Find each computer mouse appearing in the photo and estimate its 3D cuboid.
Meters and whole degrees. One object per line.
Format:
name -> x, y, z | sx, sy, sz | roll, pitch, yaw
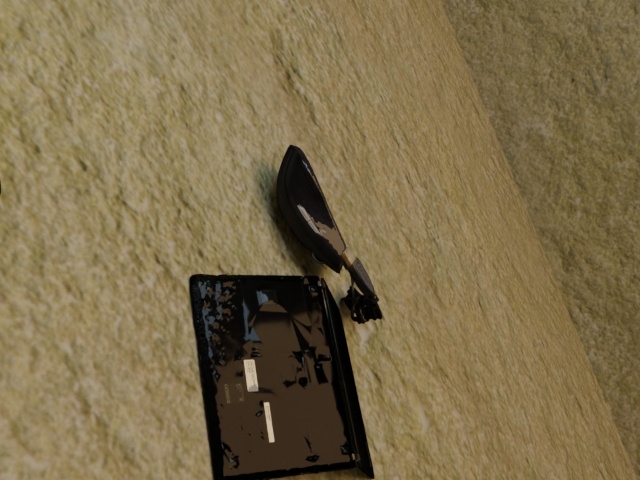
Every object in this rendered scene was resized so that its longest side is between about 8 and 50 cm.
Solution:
computer mouse -> 0.000, 0.000, 1.015 | 0.184, 0.060, 0.262 | -150, -144, -80

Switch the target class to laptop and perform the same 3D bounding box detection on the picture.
laptop -> -0.037, 0.173, 0.925 | 0.264, 0.136, 0.234 | 2, 63, -29
